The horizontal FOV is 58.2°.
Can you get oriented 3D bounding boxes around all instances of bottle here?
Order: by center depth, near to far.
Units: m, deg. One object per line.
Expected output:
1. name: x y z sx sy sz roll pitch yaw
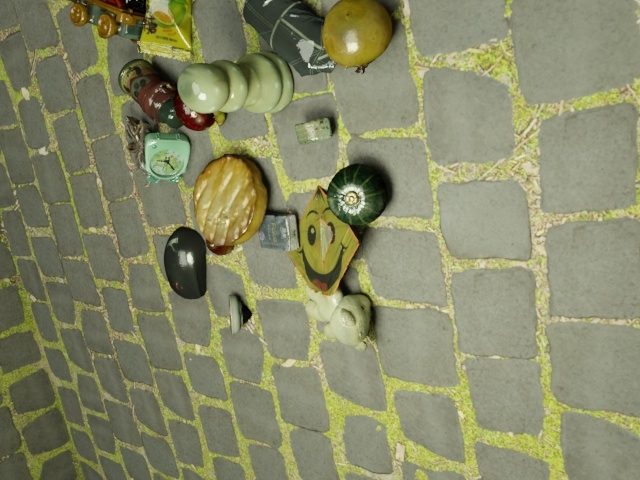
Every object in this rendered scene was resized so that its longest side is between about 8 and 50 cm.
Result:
1. bottle: -0.536 -0.480 1.895 0.271 0.143 0.156 43 154 20

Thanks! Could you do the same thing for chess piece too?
1. chess piece: -0.239 -0.418 1.562 0.182 0.330 0.183 13 114 33

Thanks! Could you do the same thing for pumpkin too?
1. pumpkin: 0.098 -0.123 1.548 0.167 0.125 0.167 7 117 14

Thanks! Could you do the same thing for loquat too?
1. loquat: 0.088 -0.511 1.390 0.172 0.149 0.205 0 98 36

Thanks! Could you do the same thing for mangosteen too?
1. mangosteen: -0.365 -0.428 1.789 0.181 0.156 0.146 -34 63 2

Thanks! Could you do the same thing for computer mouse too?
1. computer mouse: -0.507 0.090 2.120 0.170 0.100 0.270 19 118 34

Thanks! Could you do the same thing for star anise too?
1. star anise: -0.629 -0.325 2.065 0.230 0.081 0.263 -2 108 41

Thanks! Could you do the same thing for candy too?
1. candy: -0.474 -0.715 1.767 0.187 0.081 0.298 13 115 5

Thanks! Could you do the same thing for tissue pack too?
1. tissue pack: -0.135 -0.030 1.802 0.156 0.051 0.113 5 107 46

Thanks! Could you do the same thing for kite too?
1. kite: -0.002 0.000 1.691 0.377 0.013 0.328 -2 90 56

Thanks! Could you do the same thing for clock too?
1. clock: -0.532 -0.277 1.971 0.060 0.148 0.189 62 143 43

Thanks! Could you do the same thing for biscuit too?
1. biscuit: -0.286 -0.127 1.836 0.296 0.102 0.297 -3 85 36

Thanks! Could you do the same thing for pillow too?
1. pillow: -0.073 -0.564 1.532 0.335 0.092 0.161 47 125 13

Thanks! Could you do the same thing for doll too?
1. doll: 0.051 0.206 1.736 0.278 0.149 0.175 27 157 47

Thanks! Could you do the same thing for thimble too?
1. thimble: -0.016 -0.303 1.592 0.109 0.084 0.062 -5 104 41

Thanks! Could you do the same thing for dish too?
1. dish: -0.281 0.259 2.031 0.141 0.077 0.141 176 90 -79

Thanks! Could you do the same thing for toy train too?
1. toy train: -0.692 -0.792 1.888 0.369 0.163 0.232 29 114 26

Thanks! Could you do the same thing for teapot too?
1. teapot: -0.350 0.006 1.977 0.129 0.078 0.098 -6 104 39
